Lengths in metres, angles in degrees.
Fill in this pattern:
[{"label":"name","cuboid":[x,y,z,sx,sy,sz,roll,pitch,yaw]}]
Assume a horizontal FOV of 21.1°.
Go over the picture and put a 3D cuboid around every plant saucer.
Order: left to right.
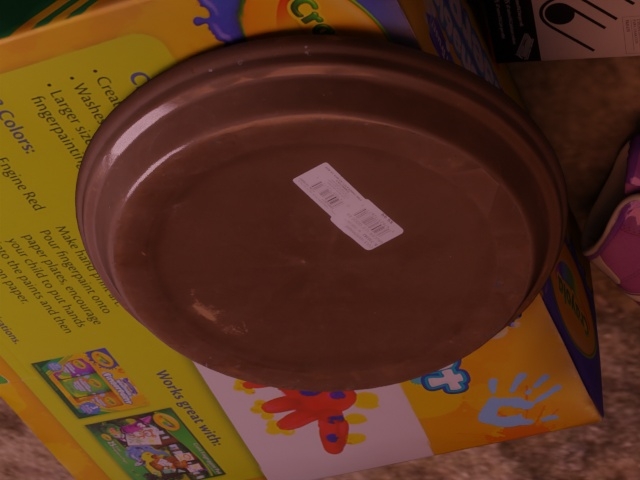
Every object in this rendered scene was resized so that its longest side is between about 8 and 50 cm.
[{"label":"plant saucer","cuboid":[0.000,0.000,0.961,0.278,0.041,0.278,1,138,1]}]

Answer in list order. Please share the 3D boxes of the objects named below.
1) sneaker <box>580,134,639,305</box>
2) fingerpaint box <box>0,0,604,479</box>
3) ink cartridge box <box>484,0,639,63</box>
[{"label":"sneaker","cuboid":[0.280,-0.027,1.079,0.161,0.102,0.282,33,138,-21]},{"label":"fingerpaint box","cuboid":[-0.061,-0.032,1.079,0.371,0.163,0.445,-14,136,18]},{"label":"ink cartridge box","cuboid":[0.131,-0.188,0.954,0.097,0.046,0.207,-2,140,14]}]
